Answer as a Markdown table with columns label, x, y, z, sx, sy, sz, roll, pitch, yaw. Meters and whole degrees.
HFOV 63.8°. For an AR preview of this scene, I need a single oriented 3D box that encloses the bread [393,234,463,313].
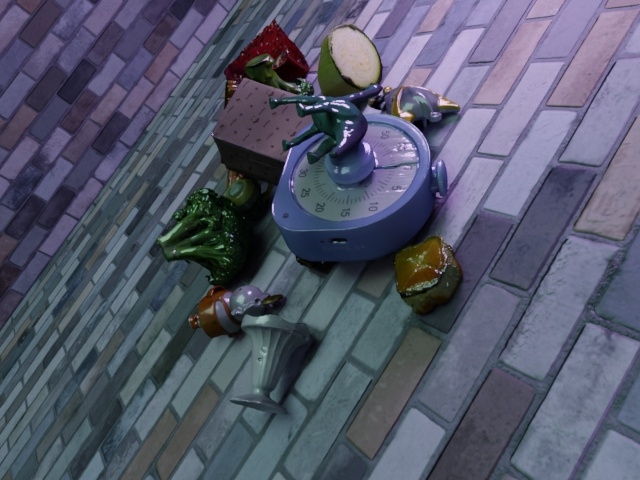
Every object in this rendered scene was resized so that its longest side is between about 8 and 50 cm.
| label | x | y | z | sx | sy | sz | roll | pitch | yaw |
| --- | --- | --- | --- | --- | --- | --- | --- | --- | --- |
| bread | 0.215 | 0.065 | 1.028 | 0.127 | 0.069 | 0.140 | -31 | 37 | 26 |

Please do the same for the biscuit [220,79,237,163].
| label | x | y | z | sx | sy | sz | roll | pitch | yaw |
| --- | --- | --- | --- | --- | --- | --- | --- | --- | --- |
| biscuit | -0.289 | -0.406 | 1.663 | 0.278 | 0.043 | 0.302 | 120 | 151 | -60 |

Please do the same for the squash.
| label | x | y | z | sx | sy | sz | roll | pitch | yaw |
| --- | --- | --- | --- | --- | --- | --- | --- | --- | --- |
| squash | 0.080 | -0.549 | 1.588 | 0.133 | 0.220 | 0.220 | -5 | 56 | 51 |

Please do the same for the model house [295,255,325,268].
| label | x | y | z | sx | sy | sz | roll | pitch | yaw |
| --- | --- | --- | --- | --- | --- | --- | --- | --- | --- |
| model house | 0.004 | 0.001 | 1.285 | 0.152 | 0.106 | 0.165 | -57 | 31 | -10 |

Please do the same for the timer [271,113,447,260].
| label | x | y | z | sx | sy | sz | roll | pitch | yaw |
| --- | --- | --- | --- | --- | --- | --- | --- | --- | --- |
| timer | 0.093 | -0.137 | 1.163 | 0.394 | 0.173 | 0.395 | -11 | 48 | 12 |

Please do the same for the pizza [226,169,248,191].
| label | x | y | z | sx | sy | sz | roll | pitch | yaw |
| --- | --- | --- | --- | --- | --- | --- | --- | --- | --- |
| pizza | -0.284 | -0.275 | 1.812 | 0.290 | 0.081 | 0.229 | -101 | 19 | -53 |

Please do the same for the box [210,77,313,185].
| label | x | y | z | sx | sy | sz | roll | pitch | yaw |
| --- | --- | --- | --- | --- | --- | --- | --- | --- | --- |
| box | -0.123 | -0.295 | 1.494 | 0.297 | 0.190 | 0.225 | 21 | 70 | 9 |

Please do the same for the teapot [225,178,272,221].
| label | x | y | z | sx | sy | sz | roll | pitch | yaw |
| --- | --- | --- | --- | --- | --- | --- | --- | --- | --- |
| teapot | -0.222 | -0.140 | 1.648 | 0.165 | 0.119 | 0.130 | -36 | 46 | 8 |

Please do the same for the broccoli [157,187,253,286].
| label | x | y | z | sx | sy | sz | roll | pitch | yaw |
| --- | --- | --- | --- | --- | --- | --- | --- | --- | --- |
| broccoli | -0.342 | -0.004 | 1.544 | 0.275 | 0.308 | 0.308 | -21 | 29 | -22 |

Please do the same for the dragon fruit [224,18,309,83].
| label | x | y | z | sx | sy | sz | roll | pitch | yaw |
| --- | --- | --- | --- | --- | --- | --- | --- | --- | --- |
| dragon fruit | -0.217 | -0.696 | 1.977 | 0.330 | 0.302 | 0.240 | -10 | 92 | 20 |

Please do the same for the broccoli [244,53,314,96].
| label | x | y | z | sx | sy | sz | roll | pitch | yaw |
| --- | --- | --- | --- | --- | --- | --- | --- | --- | --- |
| broccoli | -0.164 | -0.474 | 1.731 | 0.297 | 0.297 | 0.298 | -16 | 37 | 13 |

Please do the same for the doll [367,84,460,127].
| label | x | y | z | sx | sy | sz | roll | pitch | yaw |
| --- | --- | --- | --- | --- | --- | --- | --- | --- | --- |
| doll | 0.231 | -0.358 | 1.357 | 0.316 | 0.145 | 0.103 | -133 | 49 | -60 |

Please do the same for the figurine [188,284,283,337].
| label | x | y | z | sx | sy | sz | roll | pitch | yaw |
| --- | --- | --- | --- | --- | --- | --- | --- | --- | --- |
| figurine | -0.225 | 0.190 | 1.376 | 0.271 | 0.143 | 0.143 | -3 | 54 | 17 |

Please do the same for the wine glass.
| label | x | y | z | sx | sy | sz | roll | pitch | yaw |
| --- | --- | --- | --- | --- | --- | --- | --- | --- | --- |
| wine glass | -0.114 | 0.274 | 1.145 | 0.164 | 0.165 | 0.197 | -14 | 55 | 41 |

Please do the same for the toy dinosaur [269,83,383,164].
| label | x | y | z | sx | sy | sz | roll | pitch | yaw |
| --- | --- | --- | --- | --- | --- | --- | --- | --- | --- |
| toy dinosaur | 0.084 | -0.277 | 1.129 | 0.330 | 0.129 | 0.383 | -17 | 33 | -21 |

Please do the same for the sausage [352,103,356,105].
| label | x | y | z | sx | sy | sz | roll | pitch | yaw |
| --- | --- | --- | --- | --- | --- | --- | --- | --- | --- |
| sausage | 0.050 | -0.406 | 1.633 | 0.183 | 0.054 | 0.062 | -4 | 25 | 49 |
